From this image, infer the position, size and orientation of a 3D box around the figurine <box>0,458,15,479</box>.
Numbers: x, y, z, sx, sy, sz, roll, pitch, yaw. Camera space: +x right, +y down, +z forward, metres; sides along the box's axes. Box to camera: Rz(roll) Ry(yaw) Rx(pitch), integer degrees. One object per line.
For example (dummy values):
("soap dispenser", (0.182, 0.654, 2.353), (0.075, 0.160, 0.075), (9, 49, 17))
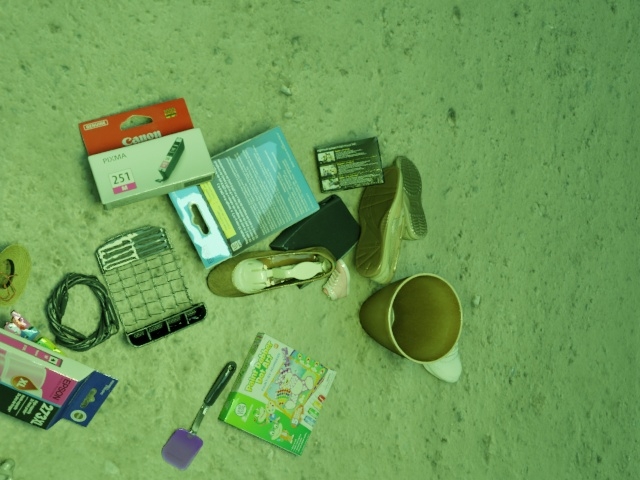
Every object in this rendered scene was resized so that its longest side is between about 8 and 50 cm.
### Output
("figurine", (-0.718, 0.557, 1.478), (0.092, 0.209, 0.215), (41, 69, -19))

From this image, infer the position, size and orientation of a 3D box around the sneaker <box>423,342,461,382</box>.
("sneaker", (0.352, 0.284, 2.090), (0.114, 0.152, 0.305), (-27, 100, -29))

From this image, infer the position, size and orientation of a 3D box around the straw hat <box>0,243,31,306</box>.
("straw hat", (-0.718, 0.073, 1.597), (0.061, 0.144, 0.144), (9, 79, 14))

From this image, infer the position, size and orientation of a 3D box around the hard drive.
("hard drive", (0.000, 0.000, 1.984), (0.255, 0.054, 0.172), (-39, 104, -24))

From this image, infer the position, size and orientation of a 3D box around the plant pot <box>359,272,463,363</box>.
("plant pot", (0.220, 0.213, 1.968), (0.237, 0.254, 0.237), (3, 84, -28))

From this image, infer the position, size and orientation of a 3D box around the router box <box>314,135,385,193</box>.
("router box", (0.082, -0.210, 1.997), (0.179, 0.046, 0.133), (-9, 91, 8))

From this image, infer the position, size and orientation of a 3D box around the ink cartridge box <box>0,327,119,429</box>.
("ink cartridge box", (-0.651, 0.303, 1.555), (0.371, 0.069, 0.175), (28, 115, -21))

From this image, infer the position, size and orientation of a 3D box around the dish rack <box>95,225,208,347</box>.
("dish rack", (-0.420, 0.104, 1.748), (0.208, 0.074, 0.271), (-22, 96, -28))

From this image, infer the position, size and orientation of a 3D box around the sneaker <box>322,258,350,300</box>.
("sneaker", (0.042, 0.115, 1.974), (0.070, 0.051, 0.134), (-21, 134, -19))

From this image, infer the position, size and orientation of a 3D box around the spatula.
("spatula", (-0.297, 0.436, 1.807), (0.084, 0.030, 0.296), (36, 71, -18))

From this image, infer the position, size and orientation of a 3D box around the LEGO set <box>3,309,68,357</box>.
("LEGO set", (-0.647, 0.263, 1.613), (0.093, 0.087, 0.227), (-48, 114, -19))

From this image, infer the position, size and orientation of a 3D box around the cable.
("cable", (-0.569, 0.166, 1.686), (0.151, 0.047, 0.184), (-22, 99, -22))

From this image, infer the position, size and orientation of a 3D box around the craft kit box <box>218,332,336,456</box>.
("craft kit box", (-0.110, 0.410, 1.896), (0.247, 0.061, 0.249), (30, 73, -19))

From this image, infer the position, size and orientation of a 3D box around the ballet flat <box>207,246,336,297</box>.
("ballet flat", (-0.116, 0.083, 1.840), (0.343, 0.124, 0.116), (-6, 96, -15))

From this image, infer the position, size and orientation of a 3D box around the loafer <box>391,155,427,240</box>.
("loafer", (0.243, -0.121, 2.102), (0.102, 0.092, 0.268), (13, 63, -39))

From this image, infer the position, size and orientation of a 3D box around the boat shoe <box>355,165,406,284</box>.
("boat shoe", (0.181, -0.044, 2.016), (0.110, 0.122, 0.341), (31, 66, -45))

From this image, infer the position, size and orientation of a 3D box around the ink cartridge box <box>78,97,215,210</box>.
("ink cartridge box", (-0.420, -0.222, 1.715), (0.275, 0.060, 0.238), (-18, 78, -15))

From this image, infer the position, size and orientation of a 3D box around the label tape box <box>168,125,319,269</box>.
("label tape box", (-0.211, -0.112, 1.853), (0.348, 0.115, 0.249), (-29, 100, -20))
